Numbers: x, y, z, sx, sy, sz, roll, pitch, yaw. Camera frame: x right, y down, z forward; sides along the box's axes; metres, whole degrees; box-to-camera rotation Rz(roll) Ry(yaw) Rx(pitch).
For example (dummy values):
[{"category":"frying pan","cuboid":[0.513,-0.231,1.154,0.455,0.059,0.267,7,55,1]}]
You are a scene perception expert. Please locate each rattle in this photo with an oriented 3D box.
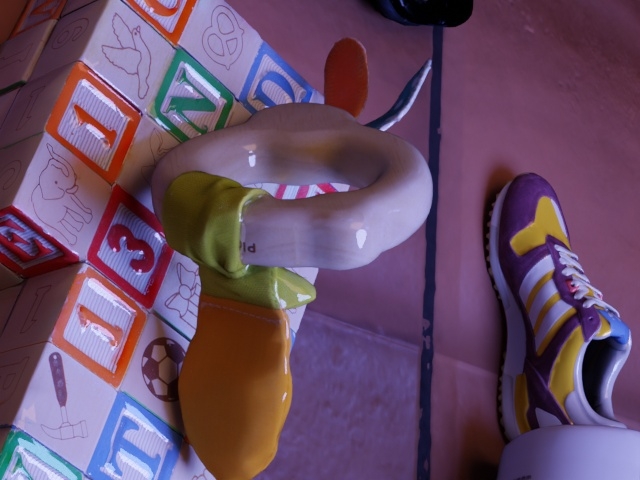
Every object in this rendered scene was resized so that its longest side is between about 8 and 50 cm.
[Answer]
[{"category":"rattle","cuboid":[0.000,0.000,0.789,0.199,0.130,0.143,-68,143,-67]}]

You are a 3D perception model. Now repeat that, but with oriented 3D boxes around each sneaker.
[{"category":"sneaker","cuboid":[0.159,0.042,1.063,0.069,0.084,0.185,9,72,-45]}]

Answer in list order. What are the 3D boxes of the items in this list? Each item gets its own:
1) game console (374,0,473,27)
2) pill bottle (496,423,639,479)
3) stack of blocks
[{"category":"game console","cuboid":[0.044,-0.313,1.077,0.213,0.044,0.361,-8,85,-47]},{"category":"pill bottle","cuboid":[0.152,0.234,0.963,0.131,0.131,0.229,35,55,-35]},{"category":"stack of blocks","cuboid":[-0.101,0.024,0.789,0.171,0.087,0.297,41,52,-31]}]
